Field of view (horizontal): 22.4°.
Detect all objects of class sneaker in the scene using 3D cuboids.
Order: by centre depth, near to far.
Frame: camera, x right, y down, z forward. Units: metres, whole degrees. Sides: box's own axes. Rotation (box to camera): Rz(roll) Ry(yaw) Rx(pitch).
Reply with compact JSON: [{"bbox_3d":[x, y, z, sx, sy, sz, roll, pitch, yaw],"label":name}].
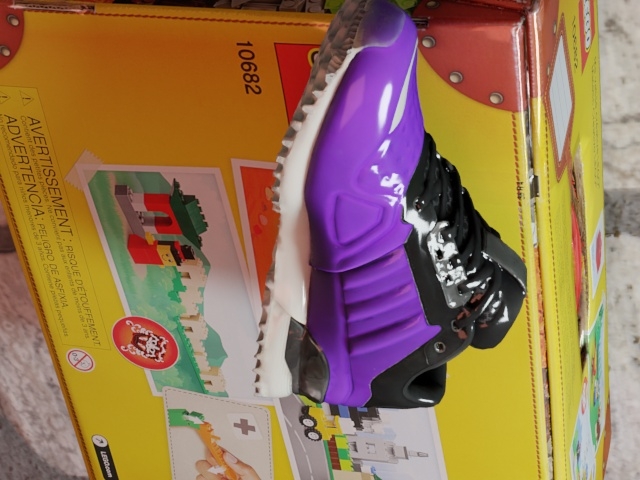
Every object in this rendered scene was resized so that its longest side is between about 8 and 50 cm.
[{"bbox_3d":[0.050,-0.008,0.904,0.146,0.102,0.293,15,137,5],"label":"sneaker"}]

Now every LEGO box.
[{"bbox_3d":[0.000,0.000,1.124,0.372,0.193,0.500,5,130,18],"label":"LEGO box"}]
